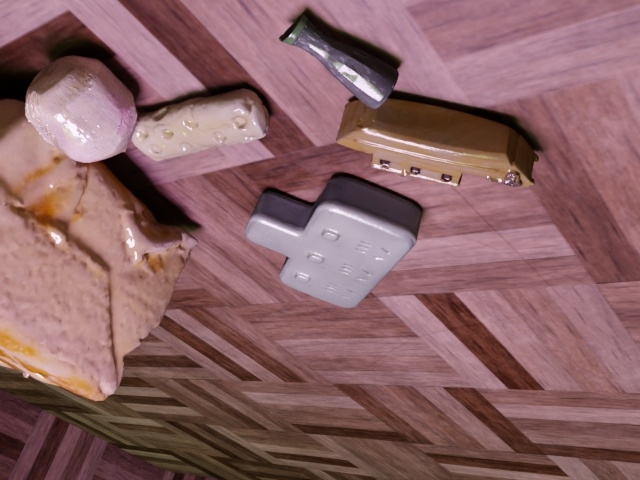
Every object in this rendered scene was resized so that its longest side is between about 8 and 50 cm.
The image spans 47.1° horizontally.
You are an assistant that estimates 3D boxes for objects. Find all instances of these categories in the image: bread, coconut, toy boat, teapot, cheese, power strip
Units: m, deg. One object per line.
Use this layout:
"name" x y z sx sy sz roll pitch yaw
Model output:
"bread" -0.433 0.003 0.983 0.371 0.279 0.390 4 150 36
"coconut" -0.261 -0.141 0.821 0.110 0.110 0.124 -2 140 33
"toy boat" 0.116 -0.093 0.732 0.200 0.057 0.077 13 156 9
"teapot" 0.016 -0.167 0.676 0.110 0.043 0.043 30 150 -15
"cheese" -0.141 -0.130 0.832 0.194 0.043 0.065 -3 146 36
"power strip" 0.000 0.001 0.962 0.193 0.059 0.265 22 152 -6
